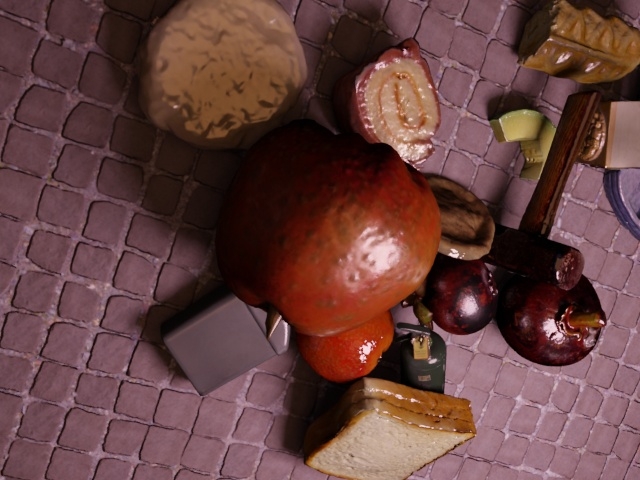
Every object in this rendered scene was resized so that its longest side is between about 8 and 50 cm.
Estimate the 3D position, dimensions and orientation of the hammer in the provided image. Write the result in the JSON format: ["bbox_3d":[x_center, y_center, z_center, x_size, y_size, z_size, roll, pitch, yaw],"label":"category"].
[{"bbox_3d":[0.472,-0.116,1.387,0.095,0.242,0.408,11,100,-33],"label":"hammer"}]

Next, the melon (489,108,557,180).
[{"bbox_3d":[0.462,-0.211,1.474,0.118,0.064,0.209,-36,111,-8],"label":"melon"}]

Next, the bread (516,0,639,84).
[{"bbox_3d":[0.563,-0.415,1.430,0.268,0.130,0.152,9,134,-19],"label":"bread"}]

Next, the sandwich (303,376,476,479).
[{"bbox_3d":[0.126,0.405,1.400,0.271,0.099,0.301,22,133,-18],"label":"sandwich"}]

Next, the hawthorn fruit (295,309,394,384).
[{"bbox_3d":[0.029,0.181,1.359,0.226,0.196,0.196,28,92,0],"label":"hawthorn fruit"}]

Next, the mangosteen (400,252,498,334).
[{"bbox_3d":[0.262,0.111,1.376,0.200,0.200,0.199,-3,102,-16],"label":"mangosteen"}]

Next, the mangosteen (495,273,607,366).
[{"bbox_3d":[0.517,0.166,1.457,0.236,0.261,0.235,0,89,-15],"label":"mangosteen"}]

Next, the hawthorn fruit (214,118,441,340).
[{"bbox_3d":[0.000,0.000,1.186,0.403,0.403,0.402,-3,102,-16],"label":"hawthorn fruit"}]

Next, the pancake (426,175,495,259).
[{"bbox_3d":[0.268,-0.051,1.374,0.236,0.222,0.042,-9,143,-40],"label":"pancake"}]

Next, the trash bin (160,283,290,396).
[{"bbox_3d":[-0.178,0.181,1.338,0.236,0.101,0.176,-32,110,-7],"label":"trash bin"}]

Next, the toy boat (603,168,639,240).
[{"bbox_3d":[0.775,-0.080,1.586,0.283,0.078,0.127,38,89,-20],"label":"toy boat"}]

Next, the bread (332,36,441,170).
[{"bbox_3d":[0.136,-0.255,1.332,0.190,0.123,0.244,-26,107,-9],"label":"bread"}]

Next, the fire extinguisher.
[{"bbox_3d":[0.210,0.276,1.411,0.115,0.095,0.311,-3,132,2],"label":"fire extinguisher"}]

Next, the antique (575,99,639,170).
[{"bbox_3d":[0.645,-0.234,1.476,0.148,0.146,0.151,-1,101,-9],"label":"antique"}]

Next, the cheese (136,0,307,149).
[{"bbox_3d":[-0.182,-0.324,1.227,0.318,0.115,0.326,-11,102,-15],"label":"cheese"}]
